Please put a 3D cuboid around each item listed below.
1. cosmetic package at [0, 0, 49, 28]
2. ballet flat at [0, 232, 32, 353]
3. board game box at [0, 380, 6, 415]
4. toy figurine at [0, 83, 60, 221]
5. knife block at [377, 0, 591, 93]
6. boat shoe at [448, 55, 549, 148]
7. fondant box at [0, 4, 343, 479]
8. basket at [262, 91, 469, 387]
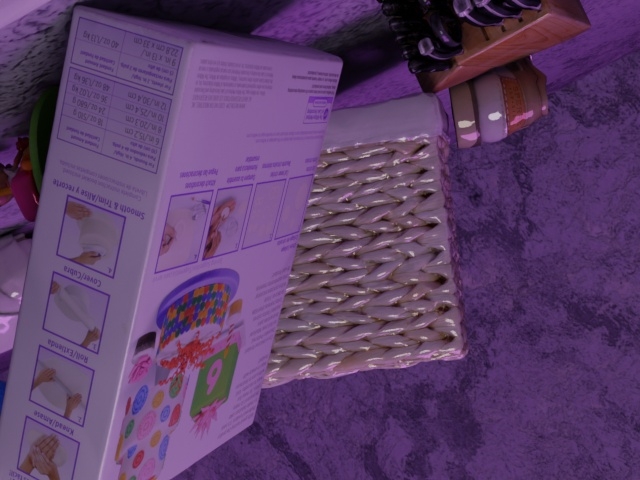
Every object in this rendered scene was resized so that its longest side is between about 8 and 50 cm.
[{"bbox_3d":[-0.171,-0.108,0.347,0.239,0.061,0.099,-25,179,10],"label":"cosmetic package"},{"bbox_3d":[-0.336,0.037,1.130,0.139,0.139,0.400,-27,173,41],"label":"ballet flat"},{"bbox_3d":[-0.575,0.222,1.102,0.301,0.086,0.308,-17,154,25],"label":"board game box"},{"bbox_3d":[-0.241,-0.048,0.716,0.159,0.130,0.173,-12,-154,17],"label":"toy figurine"},{"bbox_3d":[0.174,-0.225,0.824,0.275,0.088,0.242,-23,178,-18],"label":"knife block"},{"bbox_3d":[0.203,-0.175,1.067,0.103,0.113,0.302,-9,-159,10],"label":"boat shoe"},{"bbox_3d":[-0.104,0.010,0.674,0.096,0.331,0.238,18,-166,20],"label":"fondant box"},{"bbox_3d":[0.000,0.000,1.024,0.331,0.267,0.328,-11,-179,9],"label":"basket"}]
